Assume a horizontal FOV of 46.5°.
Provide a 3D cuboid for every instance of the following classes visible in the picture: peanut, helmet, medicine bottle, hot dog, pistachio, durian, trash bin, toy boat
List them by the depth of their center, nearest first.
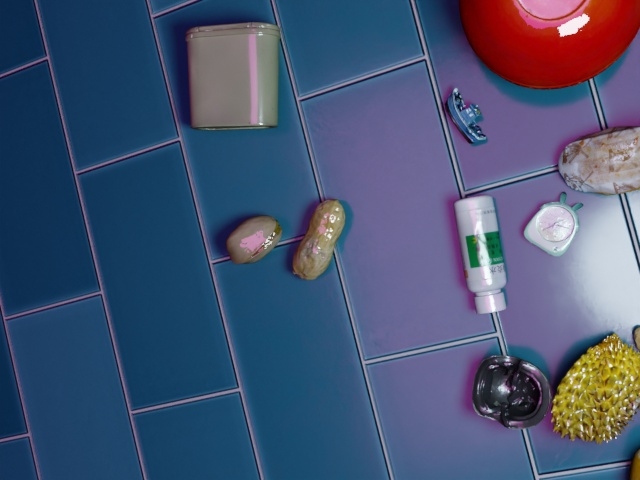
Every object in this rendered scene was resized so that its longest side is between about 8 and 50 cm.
[{"bbox_3d":[0.626,-0.168,1.559,0.267,0.075,0.145,-1,85,45],"label":"hot dog"},{"bbox_3d":[0.596,0.334,1.568,0.138,0.183,0.250,37,107,39],"label":"durian"},{"bbox_3d":[0.431,0.331,1.647,0.176,0.107,0.153,16,95,30],"label":"helmet"},{"bbox_3d":[0.362,0.032,1.676,0.095,0.095,0.260,-8,89,17],"label":"medicine bottle"},{"bbox_3d":[0.334,-0.285,1.696,0.061,0.060,0.137,-39,73,33],"label":"toy boat"},{"bbox_3d":[0.000,0.000,1.794,0.099,0.099,0.214,27,93,15],"label":"peanut"},{"bbox_3d":[-0.162,-0.003,1.830,0.149,0.113,0.113,-35,81,16],"label":"pistachio"},{"bbox_3d":[-0.217,-0.400,1.837,0.243,0.121,0.248,2,94,17],"label":"trash bin"}]

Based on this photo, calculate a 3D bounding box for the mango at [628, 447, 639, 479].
[{"bbox_3d":[0.765,0.556,1.536,0.192,0.146,0.316,-32,88,21],"label":"mango"}]

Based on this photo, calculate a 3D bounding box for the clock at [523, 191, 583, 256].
[{"bbox_3d":[0.525,-0.038,1.652,0.101,0.041,0.135,36,100,14],"label":"clock"}]

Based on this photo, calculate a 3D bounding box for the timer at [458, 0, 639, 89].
[{"bbox_3d":[0.477,-0.505,1.539,0.377,0.279,0.378,1,94,16],"label":"timer"}]

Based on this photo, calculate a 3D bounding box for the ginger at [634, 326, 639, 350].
[{"bbox_3d":[0.757,0.259,1.566,0.115,0.081,0.206,-27,76,2],"label":"ginger"}]
